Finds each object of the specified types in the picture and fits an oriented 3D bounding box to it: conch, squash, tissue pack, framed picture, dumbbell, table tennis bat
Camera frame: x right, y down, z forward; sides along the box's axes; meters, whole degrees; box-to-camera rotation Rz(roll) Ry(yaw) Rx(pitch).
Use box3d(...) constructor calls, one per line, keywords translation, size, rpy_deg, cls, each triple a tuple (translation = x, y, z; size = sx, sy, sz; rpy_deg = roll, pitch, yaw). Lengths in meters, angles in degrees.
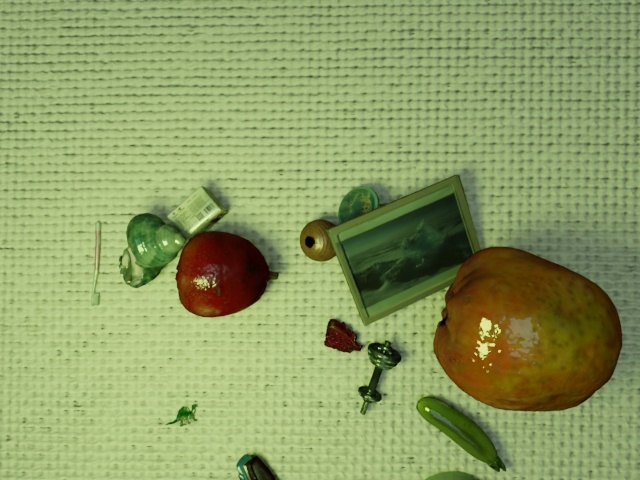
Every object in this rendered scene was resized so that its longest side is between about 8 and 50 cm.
box3d(translation=(-0.530, 0.021, 1.313), size=(0.278, 0.195, 0.220), rpy_deg=(-16, 68, 21), cls="conch")
box3d(translation=(0.452, 0.602, 1.324), size=(0.341, 0.094, 0.094), rpy_deg=(37, 91, 5), cls="squash")
box3d(translation=(-0.394, -0.086, 1.366), size=(0.149, 0.099, 0.106), rpy_deg=(-40, 86, 2), cls="tissue pack")
box3d(translation=(0.276, 0.029, 1.288), size=(0.447, 0.028, 0.325), rpy_deg=(-24, 102, -9), cls="framed picture")
box3d(translation=(0.175, 0.436, 1.336), size=(0.111, 0.110, 0.254), rpy_deg=(18, 96, 3), cls="dumbbell")
box3d(translation=(0.117, -0.061, 1.322), size=(0.149, 0.038, 0.236), rpy_deg=(-11, 66, 33), cls="table tennis bat")

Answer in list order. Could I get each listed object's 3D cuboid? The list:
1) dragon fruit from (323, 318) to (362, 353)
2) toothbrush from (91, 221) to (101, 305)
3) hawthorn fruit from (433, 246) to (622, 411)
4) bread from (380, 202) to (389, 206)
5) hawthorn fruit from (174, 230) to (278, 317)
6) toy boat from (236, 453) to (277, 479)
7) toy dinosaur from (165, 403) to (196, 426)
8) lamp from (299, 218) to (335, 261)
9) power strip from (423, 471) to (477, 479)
box3d(translation=(0.079, 0.307, 1.371), size=(0.132, 0.063, 0.097), rpy_deg=(17, 123, 3), cls="dragon fruit")
box3d(translation=(-0.752, 0.078, 1.423), size=(0.025, 0.020, 0.285), rpy_deg=(2, 90, -6), cls="toothbrush")
box3d(translation=(0.540, 0.258, 1.146), size=(0.473, 0.472, 0.470), rpy_deg=(0, 89, 3), cls="hawthorn fruit")
box3d(translation=(0.184, -0.015, 1.333), size=(0.084, 0.114, 0.210), rpy_deg=(22, 90, -13), cls="bread")
box3d(translation=(-0.284, 0.108, 1.289), size=(0.308, 0.265, 0.264), rpy_deg=(9, 90, -15), cls="hawthorn fruit")
box3d(translation=(-0.195, 0.795, 1.353), size=(0.097, 0.100, 0.223), rpy_deg=(-36, 88, 26), cls="toy boat")
box3d(translation=(-0.461, 0.586, 1.405), size=(0.120, 0.029, 0.060), rpy_deg=(-20, 73, 8), cls="toy dinosaur")
box3d(translation=(0.000, 0.000, 1.328), size=(0.137, 0.136, 0.136), rpy_deg=(0, 89, 3), cls="lamp")
box3d(translation=(0.420, 0.919, 1.284), size=(0.359, 0.161, 0.356), rpy_deg=(0, 90, 3), cls="power strip")
